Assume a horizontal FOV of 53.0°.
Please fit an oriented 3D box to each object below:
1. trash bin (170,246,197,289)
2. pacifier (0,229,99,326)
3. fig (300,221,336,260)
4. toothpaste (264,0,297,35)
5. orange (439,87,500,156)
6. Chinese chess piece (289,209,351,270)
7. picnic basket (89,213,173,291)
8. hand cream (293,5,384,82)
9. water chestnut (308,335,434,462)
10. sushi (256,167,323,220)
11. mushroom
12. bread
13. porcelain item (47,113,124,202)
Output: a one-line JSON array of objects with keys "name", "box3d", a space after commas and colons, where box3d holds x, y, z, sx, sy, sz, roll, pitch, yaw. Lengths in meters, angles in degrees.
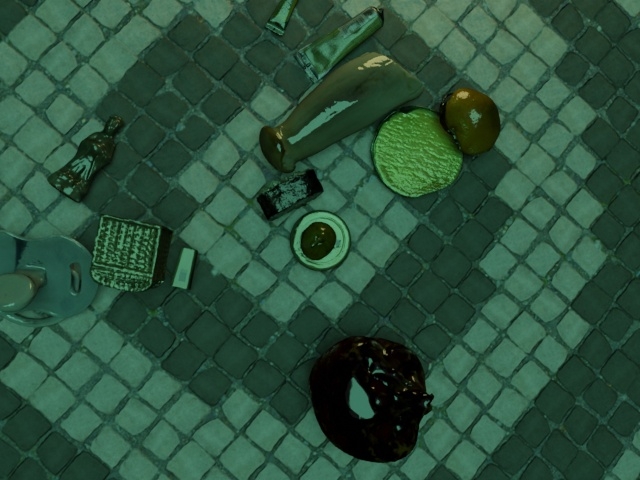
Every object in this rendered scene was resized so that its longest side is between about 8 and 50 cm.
[{"name": "trash bin", "box3d": [-0.308, 0.063, 1.459, 0.043, 0.061, 0.092, 12, 84, -6]}, {"name": "pacifier", "box3d": [-0.620, 0.100, 1.352, 0.279, 0.207, 0.227, 4, 105, -6]}, {"name": "fig", "box3d": [-0.002, -0.002, 1.419, 0.084, 0.098, 0.082, -27, 91, -17]}, {"name": "toothpaste", "box3d": [-0.066, -0.584, 1.526, 0.049, 0.031, 0.204, 28, 88, -5]}, {"name": "orange", "box3d": [0.364, -0.285, 1.513, 0.170, 0.112, 0.159, 8, 70, -25]}, {"name": "Chinese chess piece", "box3d": [0.000, 0.000, 1.496, 0.144, 0.058, 0.143, 0, 88, -6]}, {"name": "picnic basket", "box3d": [-0.404, 0.035, 1.380, 0.134, 0.196, 0.154, 12, 87, -6]}, {"name": "hand cream", "box3d": [0.054, -0.478, 1.531, 0.235, 0.055, 0.086, -37, 90, 1]}, {"name": "water chestnut", "box3d": [0.112, 0.343, 1.404, 0.290, 0.244, 0.288, 0, 87, -4]}, {"name": "sushi", "box3d": [-0.070, -0.109, 1.478, 0.151, 0.090, 0.078, -27, 87, -5]}, {"name": "mushroom", "box3d": [0.038, -0.308, 1.479, 0.408, 0.137, 0.154, -32, 102, -12]}, {"name": "bread", "box3d": [0.230, -0.211, 1.544, 0.229, 0.033, 0.228, 1, 86, -8]}, {"name": "porcelain item", "box3d": [-0.513, -0.190, 1.447, 0.081, 0.069, 0.215, 35, 80, 1]}]
